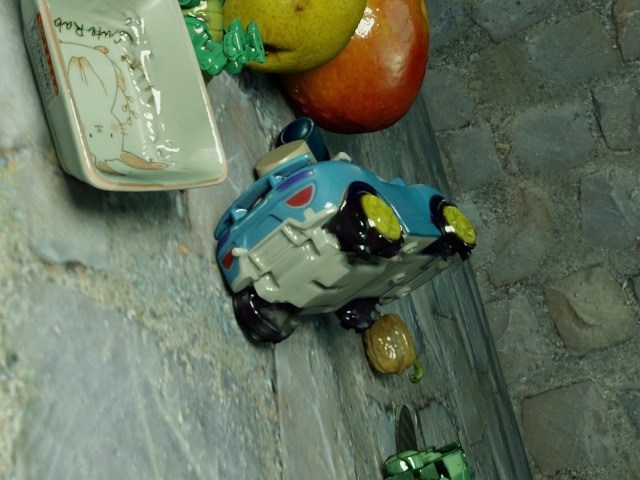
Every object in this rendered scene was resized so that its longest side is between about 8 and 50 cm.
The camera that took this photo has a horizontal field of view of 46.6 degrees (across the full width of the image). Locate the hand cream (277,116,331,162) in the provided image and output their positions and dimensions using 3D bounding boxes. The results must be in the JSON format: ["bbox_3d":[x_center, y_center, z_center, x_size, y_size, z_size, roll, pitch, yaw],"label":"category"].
[{"bbox_3d":[0.010,-0.046,1.099,0.120,0.061,0.270,-81,153,-53],"label":"hand cream"}]

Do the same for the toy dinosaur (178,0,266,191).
[{"bbox_3d":[-0.122,-0.178,0.694,0.094,0.153,0.259,-39,119,-70],"label":"toy dinosaur"}]

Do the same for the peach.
[{"bbox_3d":[0.040,-0.302,1.154,0.238,0.281,0.281,19,-38,54],"label":"peach"}]

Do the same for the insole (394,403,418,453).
[{"bbox_3d":[0.139,0.384,1.123,0.309,0.012,0.110,-87,154,-51],"label":"insole"}]

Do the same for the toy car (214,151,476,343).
[{"bbox_3d":[0.031,-0.005,0.819,0.314,0.198,0.166,2,56,-51],"label":"toy car"}]

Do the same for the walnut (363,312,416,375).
[{"bbox_3d":[0.106,0.161,1.140,0.079,0.082,0.096,-6,70,-40],"label":"walnut"}]

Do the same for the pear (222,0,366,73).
[{"bbox_3d":[-0.046,-0.308,0.939,0.209,0.209,0.208,-18,90,-73],"label":"pear"}]

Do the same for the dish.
[{"bbox_3d":[-0.169,-0.142,0.584,0.154,0.064,0.234,-10,83,-58],"label":"dish"}]

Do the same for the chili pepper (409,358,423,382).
[{"bbox_3d":[0.179,0.244,1.378,0.030,0.017,0.083,69,18,-2],"label":"chili pepper"}]

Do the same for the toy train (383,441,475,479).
[{"bbox_3d":[0.173,0.408,0.997,0.154,0.115,0.269,5,59,-56],"label":"toy train"}]

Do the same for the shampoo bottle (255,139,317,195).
[{"bbox_3d":[0.000,0.000,0.966,0.256,0.078,0.127,64,28,-19],"label":"shampoo bottle"}]
